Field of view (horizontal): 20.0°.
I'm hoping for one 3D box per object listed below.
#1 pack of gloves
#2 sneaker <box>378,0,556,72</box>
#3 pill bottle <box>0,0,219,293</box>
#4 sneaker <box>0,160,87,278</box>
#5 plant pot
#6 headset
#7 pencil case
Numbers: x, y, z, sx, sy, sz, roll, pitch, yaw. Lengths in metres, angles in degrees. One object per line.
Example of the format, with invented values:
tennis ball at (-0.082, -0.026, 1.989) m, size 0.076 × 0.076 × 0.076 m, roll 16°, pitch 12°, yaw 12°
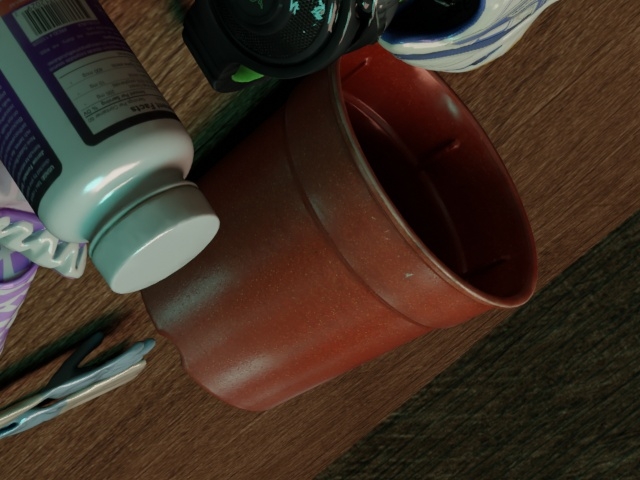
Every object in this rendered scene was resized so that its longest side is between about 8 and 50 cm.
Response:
pack of gloves at (-0.280, 0.150, 1.824) m, size 0.232 × 0.046 × 0.195 m, roll -25°, pitch 173°, yaw -22°
sneaker at (0.167, -0.235, 1.450) m, size 0.296 × 0.112 × 0.131 m, roll -43°, pitch 162°, yaw 25°
pill bottle at (-0.147, -0.067, 1.138) m, size 0.108 × 0.193 × 0.108 m, roll -32°, pitch 164°, yaw -10°
sneaker at (-0.218, -0.056, 1.237) m, size 0.105 × 0.095 × 0.236 m, roll -58°, pitch 152°, yaw 0°
plant pot at (0.000, 0.000, 1.570) m, size 0.265 × 0.272 × 0.272 m, roll -33°, pitch 167°, yaw 26°
headset at (0.050, -0.183, 1.223) m, size 0.243 × 0.185 × 0.394 m, roll -30°, pitch 175°, yaw -19°
pencil case at (-0.276, 0.043, 1.418) m, size 0.086 × 0.088 × 0.206 m, roll 13°, pitch 144°, yaw -18°
